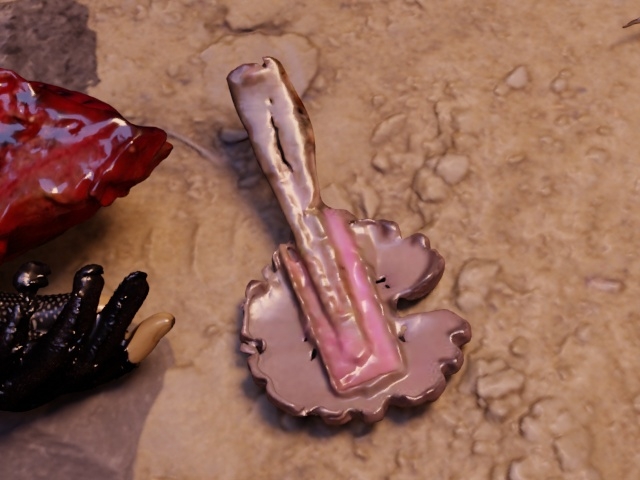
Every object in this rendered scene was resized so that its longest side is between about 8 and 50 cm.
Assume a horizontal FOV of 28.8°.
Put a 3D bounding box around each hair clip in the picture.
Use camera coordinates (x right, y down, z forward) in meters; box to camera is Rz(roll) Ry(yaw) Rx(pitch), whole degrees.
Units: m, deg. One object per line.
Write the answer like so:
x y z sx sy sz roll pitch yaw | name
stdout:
0.000 0.000 0.973 0.173 0.069 0.300 -19 73 -2 | hair clip

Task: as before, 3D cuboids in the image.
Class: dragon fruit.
-0.274 -0.069 0.915 0.330 0.240 0.302 4 53 21 | dragon fruit

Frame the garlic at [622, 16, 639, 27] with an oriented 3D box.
0.367 -0.173 1.018 0.198 0.090 0.128 38 85 16 | garlic

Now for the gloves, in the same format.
-0.198 0.079 0.933 0.181 0.129 0.106 0 73 12 | gloves
